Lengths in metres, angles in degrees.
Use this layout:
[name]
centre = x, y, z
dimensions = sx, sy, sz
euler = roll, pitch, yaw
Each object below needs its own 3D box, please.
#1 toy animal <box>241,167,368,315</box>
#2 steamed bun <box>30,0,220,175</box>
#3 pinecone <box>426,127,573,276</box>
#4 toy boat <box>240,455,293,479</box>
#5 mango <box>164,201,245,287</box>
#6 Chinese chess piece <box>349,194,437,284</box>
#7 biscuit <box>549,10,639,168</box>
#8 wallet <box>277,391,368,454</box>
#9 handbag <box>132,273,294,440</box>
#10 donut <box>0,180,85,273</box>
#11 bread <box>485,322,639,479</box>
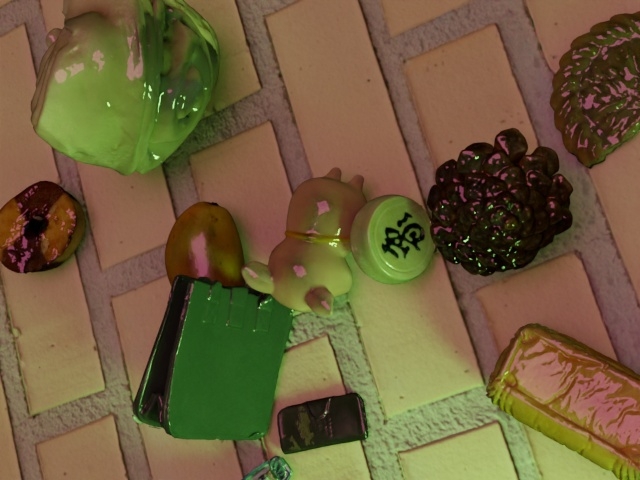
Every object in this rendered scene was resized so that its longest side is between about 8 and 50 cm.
[toy animal]
centre = 0.002, 0.000, 1.834
dimensions = 0.165, 0.149, 0.248
euler = 15, 74, 28
[steamed bun]
centre = -0.303, -0.285, 1.893
dimensions = 0.247, 0.352, 0.339
euler = 5, 80, 33
[pinecone]
centre = 0.269, -0.053, 1.696
dimensions = 0.229, 0.201, 0.202
euler = -35, 74, 17
[toy boat]
centre = -0.108, 0.412, 1.847
dimensions = 0.140, 0.066, 0.059
euler = -42, 71, 12
[mango]
centre = -0.197, 0.059, 1.923
dimensions = 0.139, 0.113, 0.253
euler = -9, 84, 17
[Chinese chess piece]
centre = 0.116, -0.002, 1.784
dimensions = 0.058, 0.144, 0.144
euler = -10, 74, 57
[biscuit]
centre = 0.462, -0.257, 1.738
dimensions = 0.273, 0.036, 0.187
euler = -44, 68, 10
[wallet]
centre = 0.002, 0.301, 1.845
dimensions = 0.157, 0.018, 0.082
euler = -14, 76, 21
[handbag]
centre = -0.166, 0.190, 1.810
dimensions = 0.079, 0.248, 0.260
euler = 10, 86, 40
[donut]
centre = -0.521, -0.020, 2.093
dimensions = 0.184, 0.073, 0.166
euler = -47, 66, 8
[bread]
centre = 0.384, 0.235, 1.640
dimensions = 0.288, 0.119, 0.152
euler = 28, 89, 23
